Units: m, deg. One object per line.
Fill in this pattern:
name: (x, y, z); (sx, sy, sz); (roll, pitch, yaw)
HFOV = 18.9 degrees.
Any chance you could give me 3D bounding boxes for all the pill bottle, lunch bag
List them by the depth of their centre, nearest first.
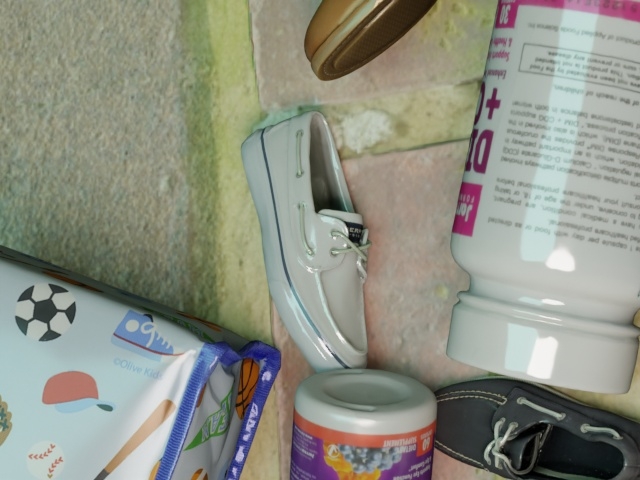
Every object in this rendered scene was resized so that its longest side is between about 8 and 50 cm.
pill bottle: (0.181, -0.042, 1.363); (0.160, 0.160, 0.283); (12, 92, 32)
pill bottle: (0.029, 0.203, 1.452); (0.108, 0.108, 0.193); (13, 109, 32)
lunch bag: (-0.251, 0.212, 1.535); (0.328, 0.239, 0.385); (18, 90, 16)

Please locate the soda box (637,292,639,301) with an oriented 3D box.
soda box: (0.316, 0.084, 1.269); (0.216, 0.069, 0.074); (45, 81, 3)

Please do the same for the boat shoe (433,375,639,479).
boat shoe: (0.154, 0.144, 1.418); (0.206, 0.065, 0.075); (10, 93, 33)

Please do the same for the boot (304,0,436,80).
boot: (0.018, -0.287, 1.490); (0.220, 0.109, 0.283); (37, 99, 14)

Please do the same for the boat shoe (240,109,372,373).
boat shoe: (0.000, 0.000, 1.515); (0.076, 0.083, 0.226); (-30, 70, 27)
